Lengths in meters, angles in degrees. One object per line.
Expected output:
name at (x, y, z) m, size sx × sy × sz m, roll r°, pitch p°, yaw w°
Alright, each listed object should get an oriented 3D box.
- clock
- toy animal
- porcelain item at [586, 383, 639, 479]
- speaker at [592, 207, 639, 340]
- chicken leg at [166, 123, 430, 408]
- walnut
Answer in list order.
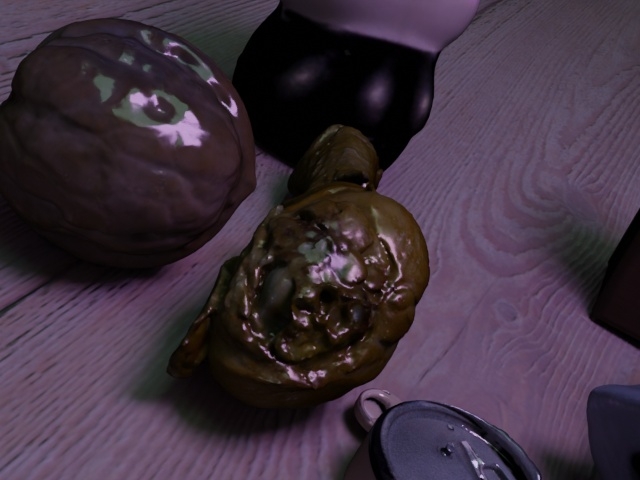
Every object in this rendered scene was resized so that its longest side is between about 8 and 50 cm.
clock at (0.099, 0.193, 0.778) m, size 0.156 × 0.063 × 0.229 m, roll -1°, pitch 43°, yaw -35°
toy animal at (0.052, -0.244, 1.129) m, size 0.251 × 0.310 × 0.251 m, roll 18°, pitch 33°, yaw -12°
porcelain item at (0.444, 0.128, 0.864) m, size 0.405 × 0.178 × 0.242 m, roll -19°, pitch 6°, yaw -17°
speaker at (0.448, 0.045, 1.122) m, size 0.231 × 0.192 × 0.153 m, roll 28°, pitch 32°, yaw 10°
chicken leg at (0.000, 0.000, 0.910) m, size 0.152 × 0.201 × 0.429 m, roll 50°, pitch 22°, yaw -18°
walnut at (-0.161, -0.077, 0.853) m, size 0.224 × 0.224 × 0.224 m, roll 19°, pitch 33°, yaw -13°
